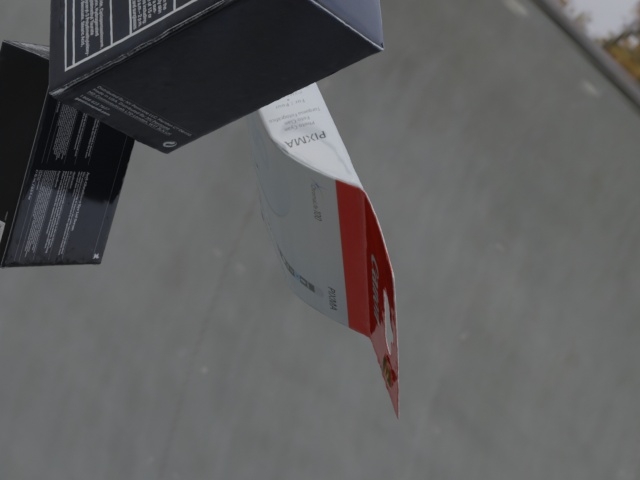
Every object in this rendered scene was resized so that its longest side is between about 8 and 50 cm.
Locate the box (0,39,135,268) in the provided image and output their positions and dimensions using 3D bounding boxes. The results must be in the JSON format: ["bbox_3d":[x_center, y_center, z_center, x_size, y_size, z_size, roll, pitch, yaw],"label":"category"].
[{"bbox_3d":[-0.332,-0.104,1.908,0.103,0.261,0.184,25,13,33],"label":"box"}]

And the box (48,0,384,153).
[{"bbox_3d":[-0.108,-0.287,1.543,0.183,0.294,0.296,26,51,-45],"label":"box"}]

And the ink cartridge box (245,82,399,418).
[{"bbox_3d":[0.000,0.000,1.906,0.308,0.091,0.385,85,-12,-51],"label":"ink cartridge box"}]
